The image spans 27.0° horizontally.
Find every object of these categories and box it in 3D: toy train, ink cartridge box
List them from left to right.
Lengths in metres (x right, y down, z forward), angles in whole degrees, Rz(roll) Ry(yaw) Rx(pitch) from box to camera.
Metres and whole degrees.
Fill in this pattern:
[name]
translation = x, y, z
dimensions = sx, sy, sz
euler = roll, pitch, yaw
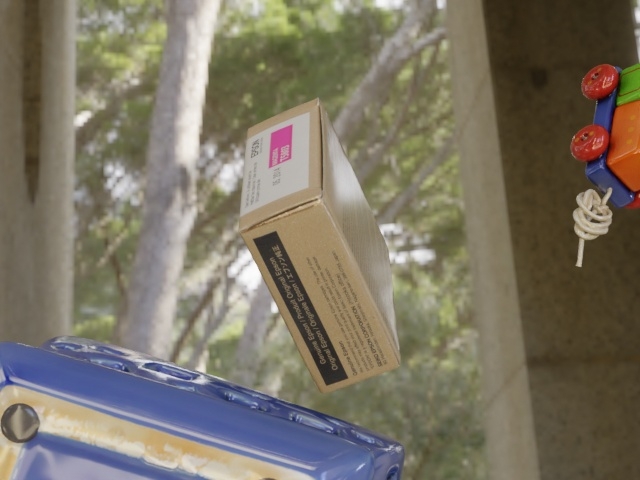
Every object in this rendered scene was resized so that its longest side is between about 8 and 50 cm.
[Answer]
[ink cartridge box]
translation = 0.000, 0.000, 1.286
dimensions = 0.088, 0.235, 0.193
euler = -21, -64, 11
[toy train]
translation = 0.335, -0.086, 1.335
dimensions = 0.143, 0.248, 0.105
euler = -22, -51, 41

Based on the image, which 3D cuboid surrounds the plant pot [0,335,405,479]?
[plant pot]
translation = -0.090, 0.183, 0.717
dimensions = 0.235, 0.236, 0.212
euler = 16, -8, 5
